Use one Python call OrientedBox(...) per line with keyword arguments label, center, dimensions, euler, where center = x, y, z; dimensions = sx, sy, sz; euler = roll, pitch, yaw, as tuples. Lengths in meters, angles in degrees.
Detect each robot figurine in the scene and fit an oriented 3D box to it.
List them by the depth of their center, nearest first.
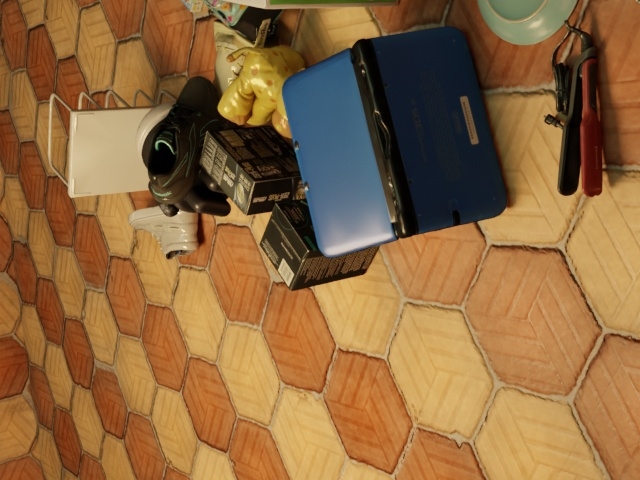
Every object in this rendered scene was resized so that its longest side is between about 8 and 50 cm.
OrientedBox(label="robot figurine", center=(-0.268, -0.169, 1.878), dimensions=(0.278, 0.209, 0.173), euler=(50, 164, 32))

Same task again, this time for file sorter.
OrientedBox(label="file sorter", center=(-0.448, -0.230, 2.017), dimensions=(0.173, 0.278, 0.192), euler=(40, 129, 46))

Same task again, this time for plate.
OrientedBox(label="plate", center=(0.273, -0.360, 1.224), dimensions=(0.188, 0.024, 0.188), euler=(16, 110, 51))

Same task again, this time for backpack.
OrientedBox(label="backpack", center=(-0.144, -0.472, 1.645), dimensions=(0.165, 0.144, 0.188), euler=(-55, 40, 11))

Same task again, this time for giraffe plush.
OrientedBox(label="giraffe plush", center=(-0.058, -0.256, 1.585), dimensions=(0.170, 0.181, 0.210), euler=(44, 149, 23))

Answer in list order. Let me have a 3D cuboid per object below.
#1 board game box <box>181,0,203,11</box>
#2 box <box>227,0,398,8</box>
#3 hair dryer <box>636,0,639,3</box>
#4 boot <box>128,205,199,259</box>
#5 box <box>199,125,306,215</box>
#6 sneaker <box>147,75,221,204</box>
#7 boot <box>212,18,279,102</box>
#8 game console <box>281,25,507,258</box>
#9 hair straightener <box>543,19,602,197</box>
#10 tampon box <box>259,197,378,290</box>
OrientedBox(label="board game box", center=(-0.288, -0.572, 1.919), dimensions=(0.154, 0.026, 0.103), euler=(53, 136, 32))
OrientedBox(label="box", center=(-0.040, -0.442, 1.424), dimensions=(0.231, 0.262, 0.126), euler=(26, 120, 46))
OrientedBox(label="hair dryer", center=(0.431, -0.376, 0.943), dimensions=(0.294, 0.224, 0.080), euler=(-10, 49, 45))
OrientedBox(label="boot", center=(-0.370, -0.015, 2.110), dimensions=(0.258, 0.095, 0.123), euler=(-10, 84, 53))
OrientedBox(label="box", center=(-0.117, -0.135, 1.700), dimensions=(0.180, 0.147, 0.077), euler=(46, 132, 36))
OrientedBox(label="sneaker", center=(-0.262, -0.203, 1.727), dimensions=(0.101, 0.106, 0.267), euler=(9, 72, 14))
OrientedBox(label="boot", center=(-0.150, -0.332, 1.755), dimensions=(0.213, 0.077, 0.165), euler=(36, 126, 49))
OrientedBox(label="game console", center=(0.106, -0.144, 1.357), dimensions=(0.173, 0.250, 0.292), euler=(156, 101, -72))
OrientedBox(label="hair straightener", center=(0.322, -0.171, 1.186), dimensions=(0.089, 0.047, 0.230), euler=(3, 101, 53))
OrientedBox(label="tampon box", center=(0.000, 0.000, 1.565), dimensions=(0.120, 0.161, 0.101), euler=(55, 138, 31))
